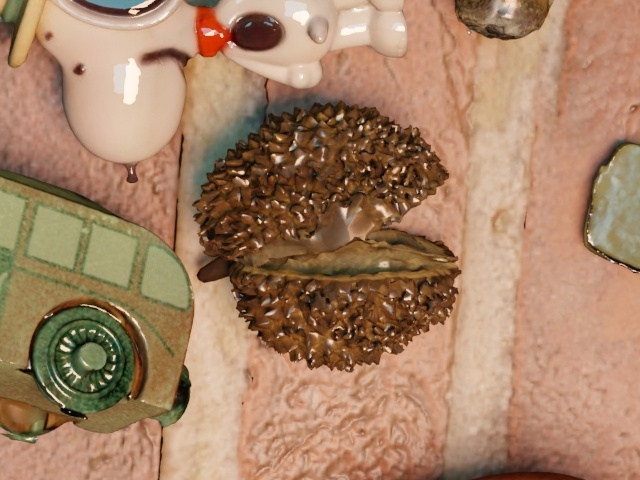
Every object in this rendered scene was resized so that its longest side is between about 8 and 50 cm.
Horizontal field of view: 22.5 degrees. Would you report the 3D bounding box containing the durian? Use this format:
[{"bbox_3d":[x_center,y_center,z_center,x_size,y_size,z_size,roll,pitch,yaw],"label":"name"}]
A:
[{"bbox_3d":[0.000,0.000,1.105,0.196,0.167,0.196,2,95,18],"label":"durian"}]

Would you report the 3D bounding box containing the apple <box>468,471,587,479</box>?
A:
[{"bbox_3d":[0.124,0.328,1.047,0.338,0.338,0.305,-25,114,-2],"label":"apple"}]

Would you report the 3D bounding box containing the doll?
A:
[{"bbox_3d":[-0.086,-0.173,1.103,0.271,0.144,0.208,-25,115,2],"label":"doll"}]

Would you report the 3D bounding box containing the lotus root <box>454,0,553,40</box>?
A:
[{"bbox_3d":[0.184,-0.298,1.088,0.175,0.175,0.349,30,90,-4],"label":"lotus root"}]

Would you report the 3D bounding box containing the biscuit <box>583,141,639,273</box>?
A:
[{"bbox_3d":[0.344,0.022,1.174,0.322,0.038,0.099,20,88,-3],"label":"biscuit"}]

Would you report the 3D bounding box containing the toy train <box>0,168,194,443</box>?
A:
[{"bbox_3d":[-0.229,0.035,1.056,0.326,0.129,0.159,20,68,-25],"label":"toy train"}]
